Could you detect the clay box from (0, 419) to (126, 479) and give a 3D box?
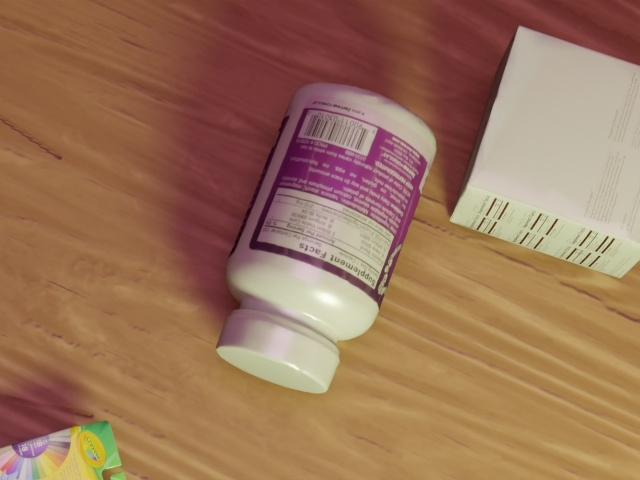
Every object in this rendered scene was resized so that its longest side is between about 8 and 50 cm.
[{"bbox_3d":[-0.309,0.275,1.812,0.222,0.053,0.127,-15,77,-9],"label":"clay box"}]

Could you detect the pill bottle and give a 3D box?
[{"bbox_3d":[0.000,0.000,1.848,0.169,0.169,0.301,21,75,1],"label":"pill bottle"}]

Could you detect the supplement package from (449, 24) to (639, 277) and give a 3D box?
[{"bbox_3d":[0.270,-0.093,1.900,0.203,0.149,0.194,19,75,1],"label":"supplement package"}]
